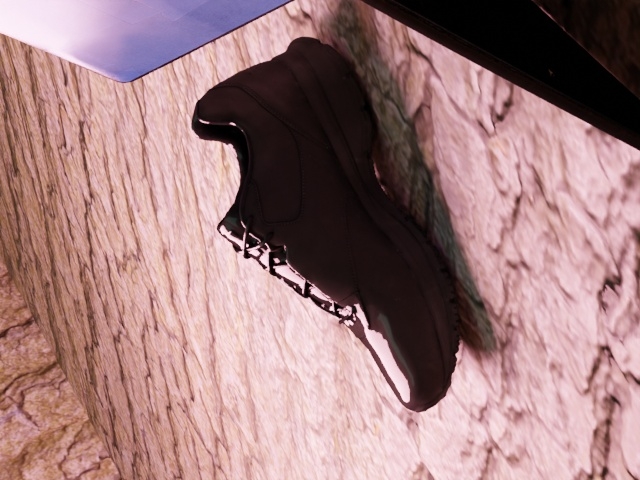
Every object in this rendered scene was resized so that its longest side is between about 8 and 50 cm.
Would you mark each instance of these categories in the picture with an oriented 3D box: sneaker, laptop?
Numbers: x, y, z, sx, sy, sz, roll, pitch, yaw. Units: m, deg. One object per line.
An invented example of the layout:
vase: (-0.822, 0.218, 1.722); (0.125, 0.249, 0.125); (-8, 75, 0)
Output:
sneaker: (0.000, 0.000, 1.263); (0.286, 0.130, 0.109); (63, 159, 12)
laptop: (-0.095, -0.122, 0.907); (0.236, 0.382, 0.408); (-53, 48, 16)

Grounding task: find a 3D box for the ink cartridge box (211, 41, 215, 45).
ink cartridge box: (-0.190, -0.279, 1.478); (0.223, 0.045, 0.224); (58, -176, 29)
